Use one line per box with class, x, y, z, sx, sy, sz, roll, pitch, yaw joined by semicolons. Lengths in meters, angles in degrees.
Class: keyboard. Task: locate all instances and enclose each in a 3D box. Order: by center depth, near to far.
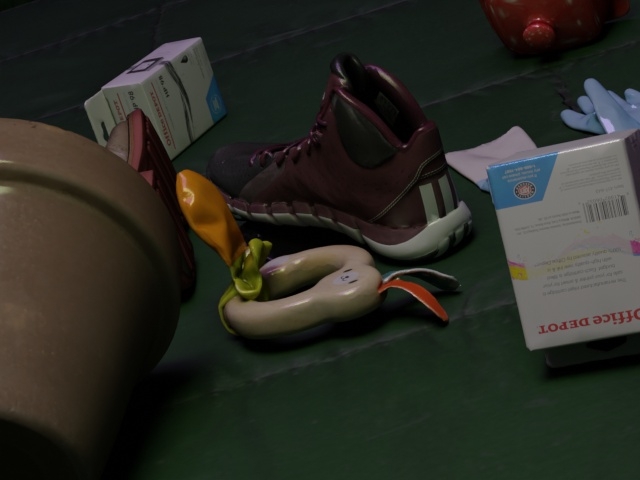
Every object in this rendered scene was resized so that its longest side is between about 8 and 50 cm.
keyboard;-0.005;-0.026;1.318;0.100;0.038;0.192;28;46;31

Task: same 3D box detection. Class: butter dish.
butter dish;0.240;-0.255;1.534;0.160;0.160;0.118;-9;47;24

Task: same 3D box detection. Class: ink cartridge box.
ink cartridge box;0.177;0.007;0.943;0.092;0.143;0.090;-11;6;20
ink cartridge box;-0.190;-0.155;1.664;0.060;0.104;0.180;-4;27;31

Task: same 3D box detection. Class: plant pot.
plant pot;-0.228;0.081;0.980;0.263;0.263;0.229;-16;38;8

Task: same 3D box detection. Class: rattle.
rattle;0.000;0.000;1.100;0.200;0.142;0.130;-5;6;45

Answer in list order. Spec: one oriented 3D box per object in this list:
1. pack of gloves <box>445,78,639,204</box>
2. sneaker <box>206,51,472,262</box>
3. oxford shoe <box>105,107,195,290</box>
pack of gloves;0.222;-0.092;1.253;0.195;0.046;0.232;-20;21;-4
sneaker;0.004;-0.092;1.217;0.281;0.162;0.106;15;40;37
oxford shoe;-0.202;-0.034;1.368;0.130;0.123;0.348;-24;20;3
